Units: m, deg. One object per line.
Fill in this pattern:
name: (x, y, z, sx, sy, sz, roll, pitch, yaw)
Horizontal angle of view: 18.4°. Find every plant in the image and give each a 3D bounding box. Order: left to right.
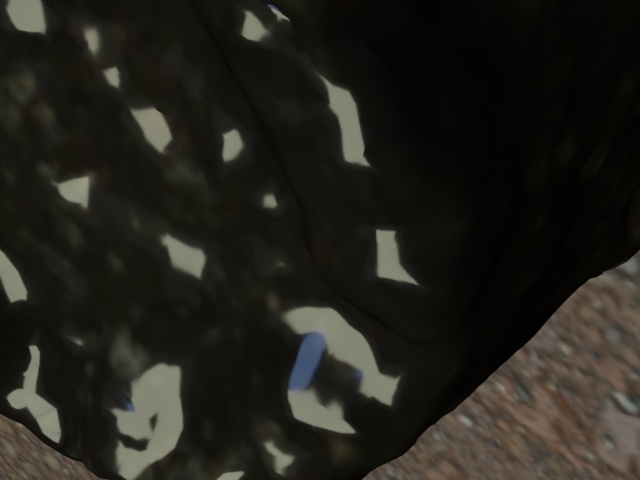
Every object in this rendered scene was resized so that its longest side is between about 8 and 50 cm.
plant: (0.013, -0.079, 0.466, 0.199, 0.276, 0.188, 30, 141, 11)
